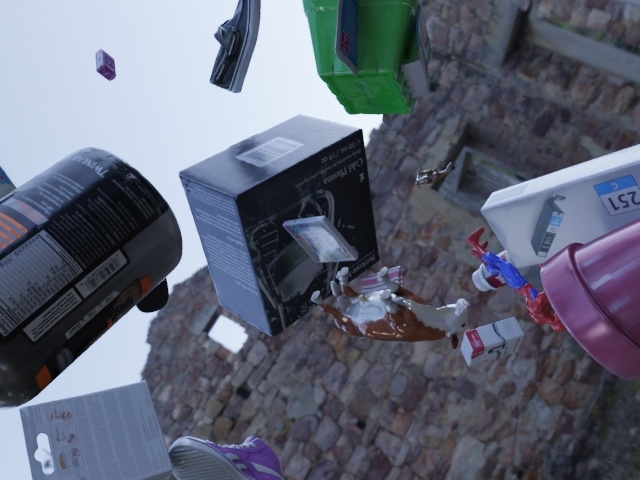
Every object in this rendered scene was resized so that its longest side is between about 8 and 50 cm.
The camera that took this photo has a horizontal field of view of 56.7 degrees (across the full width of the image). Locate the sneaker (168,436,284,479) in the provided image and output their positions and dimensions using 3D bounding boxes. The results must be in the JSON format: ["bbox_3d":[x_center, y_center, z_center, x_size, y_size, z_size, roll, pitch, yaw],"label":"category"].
[{"bbox_3d":[-0.190,0.458,1.233,0.102,0.282,0.161,-43,23,15],"label":"sneaker"}]

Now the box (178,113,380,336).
[{"bbox_3d":[-0.101,-0.062,1.790,0.480,0.297,0.471,-33,-51,-31],"label":"box"}]

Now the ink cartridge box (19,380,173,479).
[{"bbox_3d":[-0.408,0.371,1.084,0.232,0.189,0.066,-8,-32,-33],"label":"ink cartridge box"}]

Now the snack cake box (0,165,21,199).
[{"bbox_3d":[-0.784,-0.094,1.399,0.152,0.089,0.264,-36,16,-18],"label":"snack cake box"}]

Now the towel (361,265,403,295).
[{"bbox_3d":[0.172,0.175,1.699,0.029,0.144,0.197,29,-127,-39],"label":"towel"}]

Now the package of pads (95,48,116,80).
[{"bbox_3d":[-0.573,-0.469,1.585,0.032,0.083,0.050,-35,-40,18],"label":"package of pads"}]

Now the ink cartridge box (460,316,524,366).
[{"bbox_3d":[0.471,0.278,1.630,0.150,0.063,0.109,-16,-36,-4],"label":"ink cartridge box"}]

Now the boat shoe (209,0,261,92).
[{"bbox_3d":[-0.261,-0.601,1.783,0.121,0.119,0.335,-110,33,-50],"label":"boat shoe"}]

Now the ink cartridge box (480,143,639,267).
[{"bbox_3d":[0.460,-0.003,0.985,0.296,0.261,0.066,-20,23,50],"label":"ink cartridge box"}]

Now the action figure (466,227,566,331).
[{"bbox_3d":[0.446,0.067,1.251,0.139,0.280,0.091,-34,-40,4],"label":"action figure"}]

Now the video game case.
[{"bbox_3d":[0.000,0.000,1.509,0.157,0.143,0.019,49,-126,-31],"label":"video game case"}]

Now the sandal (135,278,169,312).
[{"bbox_3d":[-0.634,0.044,2.129,0.168,0.107,0.445,-7,-67,-33],"label":"sandal"}]

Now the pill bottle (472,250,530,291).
[{"bbox_3d":[0.506,0.086,1.674,0.086,0.086,0.152,-48,4,-42],"label":"pill bottle"}]

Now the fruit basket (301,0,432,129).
[{"bbox_3d":[0.092,-0.376,0.869,0.327,0.165,0.353,23,-103,-73],"label":"fruit basket"}]

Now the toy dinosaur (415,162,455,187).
[{"bbox_3d":[0.364,-0.210,2.002,0.112,0.211,0.064,-10,-91,-34],"label":"toy dinosaur"}]

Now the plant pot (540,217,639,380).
[{"bbox_3d":[0.438,0.057,0.804,0.180,0.201,0.201,-47,-5,32],"label":"plant pot"}]

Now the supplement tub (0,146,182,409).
[{"bbox_3d":[-0.349,0.054,0.721,0.338,0.207,0.207,-47,-20,-34],"label":"supplement tub"}]

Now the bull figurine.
[{"bbox_3d":[0.134,0.137,1.171,0.188,0.310,0.101,49,-130,-32],"label":"bull figurine"}]
